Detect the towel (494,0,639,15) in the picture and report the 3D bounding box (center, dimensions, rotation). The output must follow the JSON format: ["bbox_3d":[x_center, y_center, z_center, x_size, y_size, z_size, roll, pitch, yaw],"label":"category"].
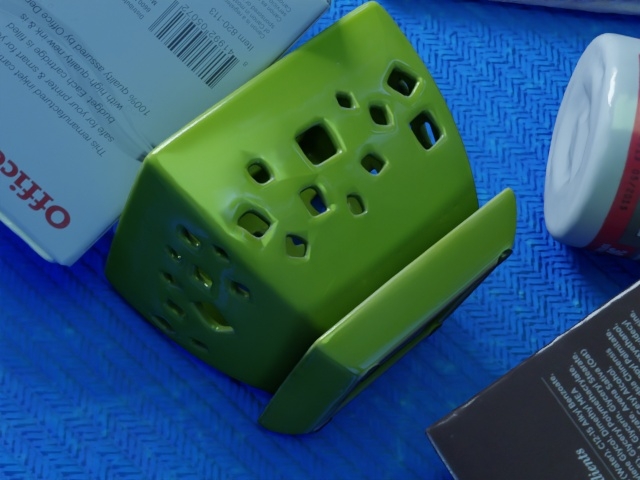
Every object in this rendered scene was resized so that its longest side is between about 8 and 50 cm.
[{"bbox_3d":[0.203,-0.373,1.375,0.317,0.053,0.332,6,72,-4],"label":"towel"}]

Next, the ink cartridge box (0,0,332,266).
[{"bbox_3d":[-0.159,-0.154,1.074,0.207,0.117,0.283,44,106,-12],"label":"ink cartridge box"}]

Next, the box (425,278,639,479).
[{"bbox_3d":[0.276,0.086,1.025,0.381,0.191,0.143,-37,71,4],"label":"box"}]

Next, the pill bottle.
[{"bbox_3d":[0.356,-0.050,1.202,0.318,0.176,0.176,12,61,-4],"label":"pill bottle"}]

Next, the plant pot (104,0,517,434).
[{"bbox_3d":[0.000,0.000,1.089,0.227,0.228,0.207,-37,81,-26],"label":"plant pot"}]
